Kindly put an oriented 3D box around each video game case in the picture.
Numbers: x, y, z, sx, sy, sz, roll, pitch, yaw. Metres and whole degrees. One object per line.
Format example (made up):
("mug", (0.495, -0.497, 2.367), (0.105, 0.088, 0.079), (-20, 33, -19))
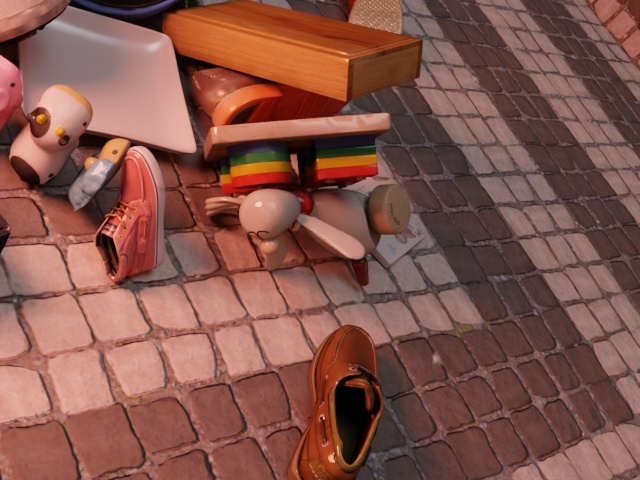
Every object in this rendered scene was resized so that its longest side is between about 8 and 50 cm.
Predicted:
("video game case", (0.101, -0.036, 1.673), (0.157, 0.019, 0.143), (47, 38, 7))

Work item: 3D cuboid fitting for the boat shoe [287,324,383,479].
("boat shoe", (0.045, 0.224, 1.305), (0.111, 0.104, 0.307), (30, 39, -15))

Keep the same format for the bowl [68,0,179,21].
("bowl", (-0.335, -0.557, 1.538), (0.391, 0.390, 0.077), (12, 6, -33))

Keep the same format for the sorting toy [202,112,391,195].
("sorting toy", (-0.042, -0.122, 1.427), (0.256, 0.257, 0.089), (-6, 90, -10))

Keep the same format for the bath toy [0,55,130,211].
("bath toy", (-0.428, -0.175, 1.239), (0.348, 0.151, 0.129), (32, 18, -8))

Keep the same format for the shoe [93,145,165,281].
("shoe", (-0.257, -0.033, 1.258), (0.064, 0.177, 0.081), (17, 28, 35))

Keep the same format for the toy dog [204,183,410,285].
("toy dog", (0.000, 0.000, 1.444), (0.334, 0.220, 0.160), (-6, 89, -35))

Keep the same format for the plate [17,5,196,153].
("plate", (-0.347, -0.253, 1.476), (0.278, 0.045, 0.277), (10, 49, -34))

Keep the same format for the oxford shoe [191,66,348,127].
("oxford shoe", (-0.068, -0.280, 1.679), (0.364, 0.130, 0.132), (-15, 59, -47))

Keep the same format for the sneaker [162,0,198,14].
("sneaker", (-0.268, -0.463, 1.724), (0.066, 0.071, 0.188), (-17, 66, -48))

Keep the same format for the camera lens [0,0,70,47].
("camera lens", (-0.485, -0.417, 1.295), (0.219, 0.220, 0.274), (-72, 153, -50))

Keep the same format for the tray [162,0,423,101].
("tray", (-0.054, -0.335, 1.594), (0.411, 0.076, 0.203), (22, 32, 33))

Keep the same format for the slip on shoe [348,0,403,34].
("slip on shoe", (0.113, -0.496, 2.060), (0.123, 0.101, 0.331), (5, 60, -9))

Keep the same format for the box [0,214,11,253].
("box", (-0.599, -0.081, 1.054), (0.395, 0.097, 0.318), (50, 42, 10))
